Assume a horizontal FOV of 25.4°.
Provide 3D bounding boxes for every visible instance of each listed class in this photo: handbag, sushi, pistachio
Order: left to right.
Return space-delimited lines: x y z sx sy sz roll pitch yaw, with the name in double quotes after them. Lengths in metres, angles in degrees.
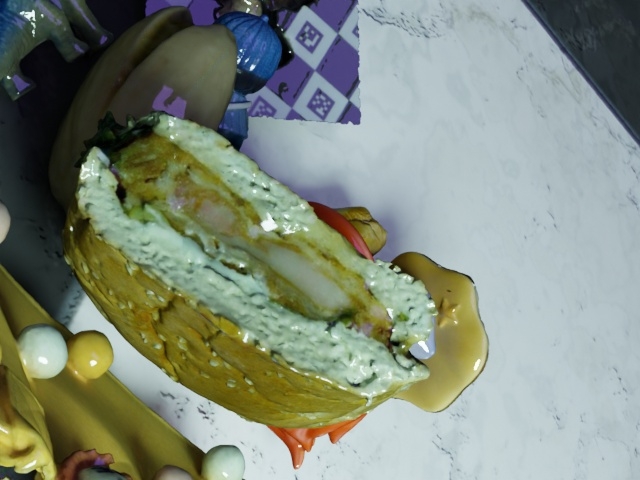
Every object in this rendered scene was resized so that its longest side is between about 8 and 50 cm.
-0.167 0.153 0.968 0.401 0.133 0.283 50 5 -25 "handbag"
-0.145 -0.099 1.194 0.136 0.136 0.226 41 66 -31 "pistachio"
-0.072 -0.224 1.374 0.231 0.047 0.219 1 86 -31 "sushi"

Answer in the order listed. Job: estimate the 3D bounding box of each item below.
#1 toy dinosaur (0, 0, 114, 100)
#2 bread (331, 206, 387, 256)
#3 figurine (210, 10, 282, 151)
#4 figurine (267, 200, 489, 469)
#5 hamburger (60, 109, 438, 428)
-0.263 -0.217 1.181 0.188 0.075 0.248 54 48 -6 "toy dinosaur"
0.000 0.000 1.367 0.132 0.074 0.053 3 63 -49 "bread"
-0.087 -0.135 1.287 0.086 0.087 0.149 14 83 -49 "figurine"
0.016 0.083 1.266 0.257 0.208 0.181 15 42 -50 "figurine"
-0.069 0.040 1.070 0.309 0.211 0.132 34 64 3 "hamburger"
